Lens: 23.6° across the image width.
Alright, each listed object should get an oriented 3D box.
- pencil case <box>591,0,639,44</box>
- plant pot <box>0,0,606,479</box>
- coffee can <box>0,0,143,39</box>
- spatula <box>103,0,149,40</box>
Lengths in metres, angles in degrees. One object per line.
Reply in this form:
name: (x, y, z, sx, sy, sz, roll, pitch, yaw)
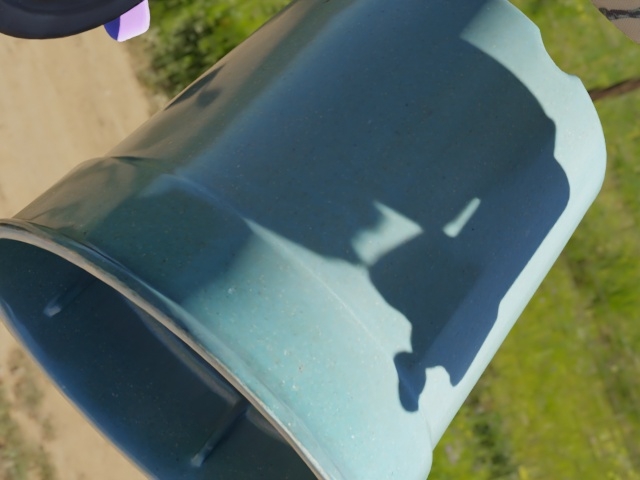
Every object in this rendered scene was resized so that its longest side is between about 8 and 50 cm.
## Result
pencil case: (0.280, -0.265, 0.834, 0.160, 0.410, 0.183, 18, 48, -9)
plant pot: (0.000, 0.000, 1.043, 0.334, 0.341, 0.341, -49, 122, -23)
coffee can: (-0.195, -0.269, 0.830, 0.275, 0.201, 0.201, 43, 13, 23)
spatula: (-0.198, -0.302, 1.215, 0.296, 0.030, 0.084, 68, 25, -11)
